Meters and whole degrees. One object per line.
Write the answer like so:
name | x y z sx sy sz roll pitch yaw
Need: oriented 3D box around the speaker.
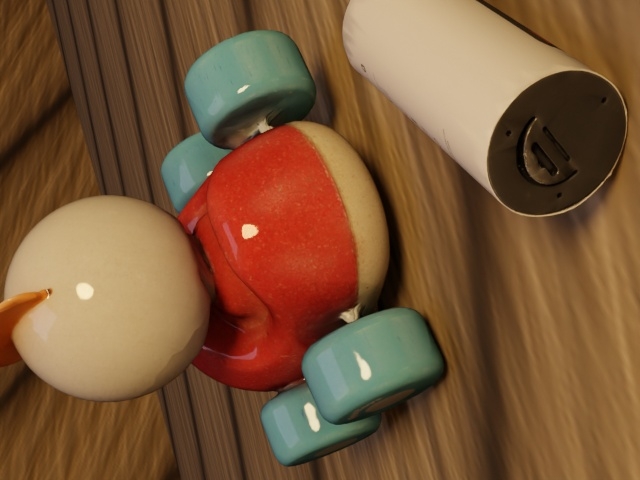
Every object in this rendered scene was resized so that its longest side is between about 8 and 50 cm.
speaker | 0.056 -0.061 0.416 0.136 0.055 0.055 -125 27 -55

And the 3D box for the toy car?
toy car | -0.094 0.033 0.629 0.219 0.238 0.210 67 157 16

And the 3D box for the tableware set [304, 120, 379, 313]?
tableware set | 0.000 0.000 0.737 0.141 0.020 0.168 140 116 -73
